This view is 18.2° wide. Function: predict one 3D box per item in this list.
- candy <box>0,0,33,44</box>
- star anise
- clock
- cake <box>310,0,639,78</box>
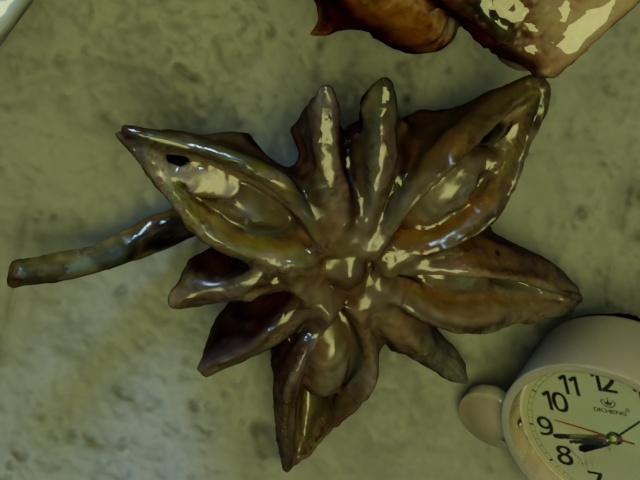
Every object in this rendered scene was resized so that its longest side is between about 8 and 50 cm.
[{"bbox_3d":[-0.202,-0.261,1.167,0.208,0.145,0.359,38,98,-12],"label":"candy"},{"bbox_3d":[0.001,0.002,1.273,0.349,0.109,0.292,-32,113,6],"label":"star anise"},{"bbox_3d":[0.200,0.123,1.313,0.229,0.063,0.156,7,131,34],"label":"clock"},{"bbox_3d":[0.117,-0.211,1.184,0.198,0.196,0.293,37,97,-15],"label":"cake"}]
